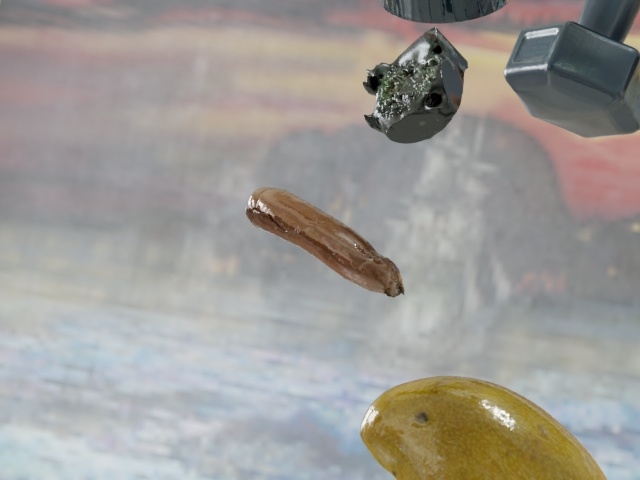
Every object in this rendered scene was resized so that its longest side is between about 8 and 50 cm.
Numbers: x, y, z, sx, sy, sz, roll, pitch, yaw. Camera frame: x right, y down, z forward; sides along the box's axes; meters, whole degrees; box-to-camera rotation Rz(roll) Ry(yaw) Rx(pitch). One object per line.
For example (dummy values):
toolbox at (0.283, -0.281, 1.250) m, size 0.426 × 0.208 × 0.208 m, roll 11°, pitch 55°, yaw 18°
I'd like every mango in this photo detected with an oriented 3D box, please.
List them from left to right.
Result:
mango at (0.149, 0.214, 1.583) m, size 0.262 × 0.157 × 0.109 m, roll 41°, pitch 12°, yaw 3°

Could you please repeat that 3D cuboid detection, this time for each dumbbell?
dumbbell at (0.314, -0.266, 1.994) m, size 0.144 × 0.316 × 0.156 m, roll 16°, pitch -17°, yaw 31°

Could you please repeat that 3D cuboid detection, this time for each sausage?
sausage at (0.001, -0.001, 1.617) m, size 0.177 × 0.040 × 0.047 m, roll 30°, pitch -34°, yaw 40°

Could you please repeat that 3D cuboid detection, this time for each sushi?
sushi at (0.083, -0.127, 1.682) m, size 0.085 × 0.083 × 0.056 m, roll -25°, pitch -43°, yaw 26°

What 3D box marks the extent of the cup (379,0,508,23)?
cup at (0.112, -0.254, 1.497) m, size 0.150 × 0.138 × 0.113 m, roll -10°, pitch 31°, yaw -8°
